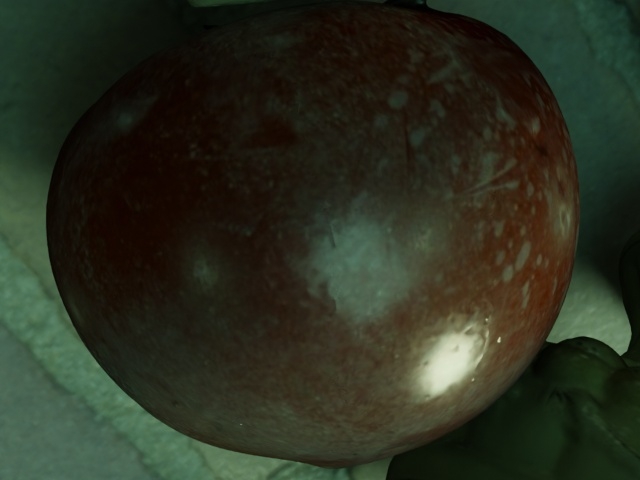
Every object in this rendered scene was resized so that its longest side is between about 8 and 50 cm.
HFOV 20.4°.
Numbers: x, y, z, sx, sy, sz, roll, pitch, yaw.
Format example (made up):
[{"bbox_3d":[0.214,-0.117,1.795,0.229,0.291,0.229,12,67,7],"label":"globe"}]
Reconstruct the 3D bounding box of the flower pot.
[{"bbox_3d":[0.206,0.137,1.030,0.244,0.307,0.307,-52,124,-20],"label":"flower pot"}]

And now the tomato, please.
[{"bbox_3d":[0.000,0.000,0.894,0.270,0.270,0.227,-10,83,-14],"label":"tomato"}]

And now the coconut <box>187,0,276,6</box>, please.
[{"bbox_3d":[-0.010,-0.215,0.809,0.241,0.241,0.241,-8,119,-15],"label":"coconut"}]
